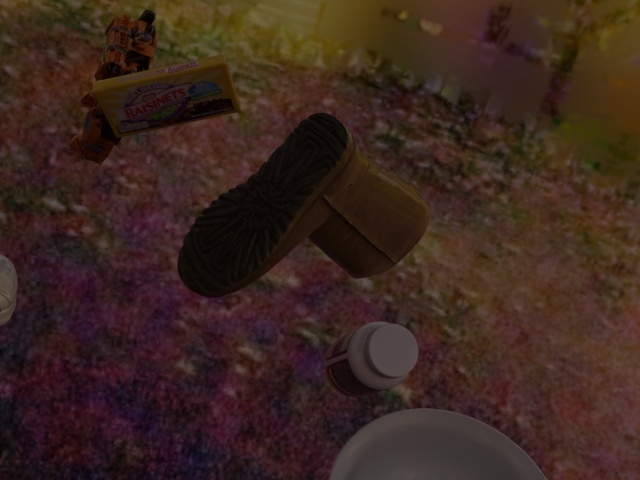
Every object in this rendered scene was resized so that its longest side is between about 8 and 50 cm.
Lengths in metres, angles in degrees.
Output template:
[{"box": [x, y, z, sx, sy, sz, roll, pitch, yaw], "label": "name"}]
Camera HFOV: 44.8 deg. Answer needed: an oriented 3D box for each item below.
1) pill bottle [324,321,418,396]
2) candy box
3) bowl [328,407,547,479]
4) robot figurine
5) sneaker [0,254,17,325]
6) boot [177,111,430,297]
[{"box": [0.065, 0.152, 0.992, 0.086, 0.086, 0.152, 10, -18, -15], "label": "pill bottle"}, {"box": [-0.235, -0.221, 1.199, 0.205, 0.105, 0.027, -12, 51, 1], "label": "candy box"}, {"box": [0.145, 0.374, 0.985, 0.297, 0.134, 0.298, 5, 43, -5], "label": "bowl"}, {"box": [-0.355, -0.265, 1.338, 0.085, 0.291, 0.211, 16, 56, -22], "label": "robot figurine"}, {"box": [-0.370, 0.038, 0.784, 0.090, 0.115, 0.232, 14, 15, -1], "label": "sneaker"}, {"box": [0.000, 0.000, 0.861, 0.089, 0.236, 0.269, 52, 8, 27], "label": "boot"}]
